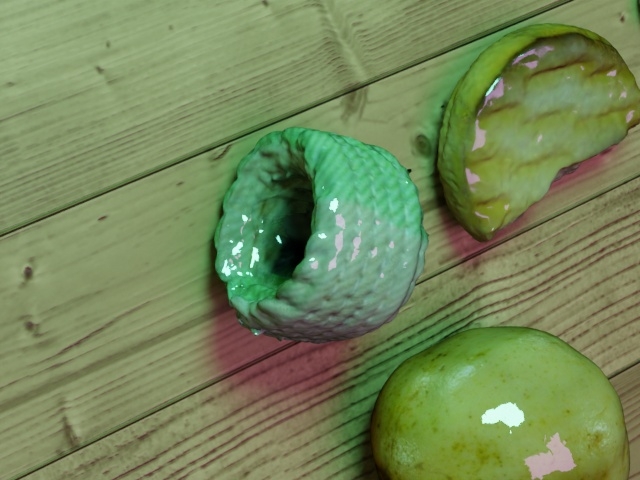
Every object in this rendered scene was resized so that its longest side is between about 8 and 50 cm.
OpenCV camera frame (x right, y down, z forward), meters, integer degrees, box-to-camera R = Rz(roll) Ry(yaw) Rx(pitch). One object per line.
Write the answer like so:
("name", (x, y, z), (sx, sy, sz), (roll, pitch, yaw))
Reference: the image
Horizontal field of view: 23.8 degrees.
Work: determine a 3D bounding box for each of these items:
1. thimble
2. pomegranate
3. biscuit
("thimble", (0.000, 0.000, 1.536), (0.150, 0.219, 0.219), (14, 97, -35))
("pomegranate", (0.194, 0.235, 1.702), (0.307, 0.307, 0.307), (-10, 110, -30))
("biscuit", (0.241, -0.139, 1.719), (0.274, 0.091, 0.213), (-29, 121, -21))
